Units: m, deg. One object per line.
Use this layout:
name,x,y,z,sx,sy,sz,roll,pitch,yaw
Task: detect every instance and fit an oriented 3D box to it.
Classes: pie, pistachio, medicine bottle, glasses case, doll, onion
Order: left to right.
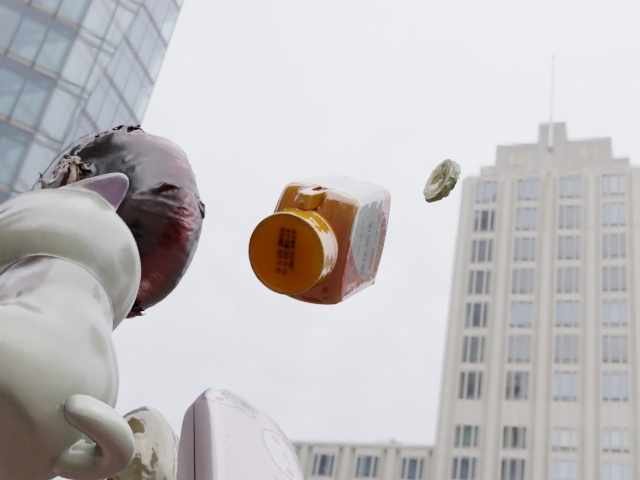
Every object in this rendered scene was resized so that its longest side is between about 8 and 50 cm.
doll,-0.304,0.093,1.001,0.225,0.370,0.215,5,-53,-13
onion,-0.316,-0.031,1.424,0.313,0.314,0.232,-7,-22,25
pistachio,-0.258,0.318,1.395,0.124,0.185,0.125,-11,-47,-12
glasses case,-0.062,0.227,0.795,0.113,0.297,0.075,40,-75,-23
medicine bottle,0.001,0.000,1.245,0.112,0.150,0.222,15,14,20
pie,0.190,-0.092,1.514,0.020,0.084,0.084,32,-38,-19
